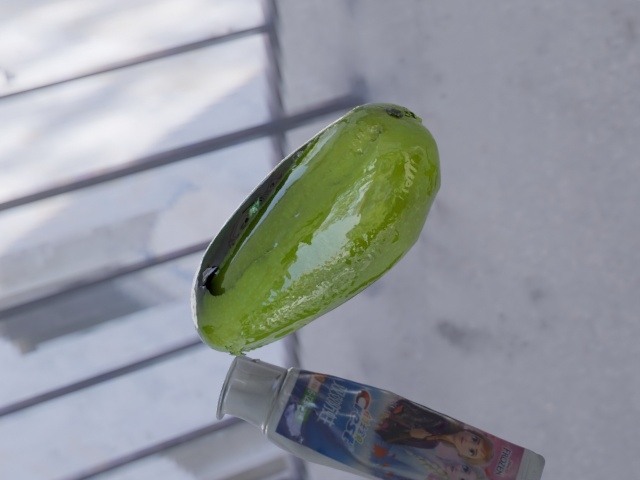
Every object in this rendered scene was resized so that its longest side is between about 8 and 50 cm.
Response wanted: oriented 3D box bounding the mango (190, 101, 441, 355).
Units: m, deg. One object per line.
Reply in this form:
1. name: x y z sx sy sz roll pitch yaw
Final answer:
1. mango: 0.000 0.000 1.039 0.074 0.091 0.165 43 96 28

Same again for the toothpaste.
1. toothpaste: 0.049 0.159 1.596 0.266 0.096 0.061 19 129 5
